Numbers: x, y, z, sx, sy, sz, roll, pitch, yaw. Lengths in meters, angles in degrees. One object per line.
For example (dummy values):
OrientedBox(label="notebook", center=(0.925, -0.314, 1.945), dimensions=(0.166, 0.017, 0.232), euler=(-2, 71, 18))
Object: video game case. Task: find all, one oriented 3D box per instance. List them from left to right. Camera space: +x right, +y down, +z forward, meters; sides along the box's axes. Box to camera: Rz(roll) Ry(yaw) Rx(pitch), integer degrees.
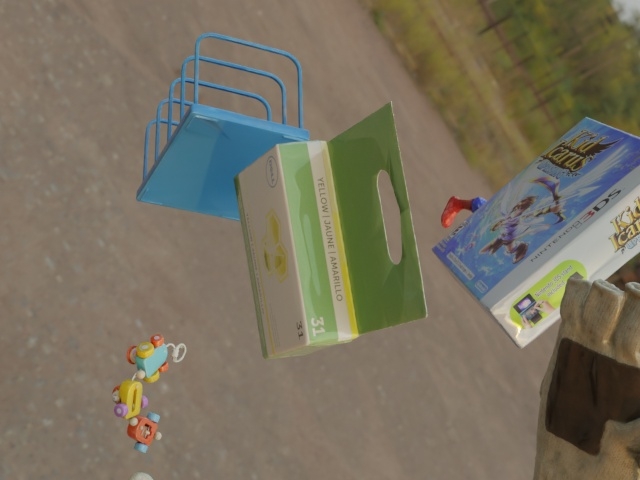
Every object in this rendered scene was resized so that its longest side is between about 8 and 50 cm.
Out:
OrientedBox(label="video game case", center=(0.256, -0.020, 1.323), dimensions=(0.061, 0.244, 0.269), euler=(50, 2, -15))

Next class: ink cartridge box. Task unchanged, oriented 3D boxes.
OrientedBox(label="ink cartridge box", center=(0.000, 0.000, 0.994), dimensions=(0.235, 0.056, 0.171), euler=(152, -70, -67))

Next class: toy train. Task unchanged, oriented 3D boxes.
OrientedBox(label="toy train", center=(-0.255, 0.214, 1.749), dimensions=(0.125, 0.046, 0.166), euler=(41, 65, -61))

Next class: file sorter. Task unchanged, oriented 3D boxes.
OrientedBox(label="file sorter", center=(-0.100, -0.111, 1.214), dimensions=(0.118, 0.170, 0.104), euler=(11, 59, -22))

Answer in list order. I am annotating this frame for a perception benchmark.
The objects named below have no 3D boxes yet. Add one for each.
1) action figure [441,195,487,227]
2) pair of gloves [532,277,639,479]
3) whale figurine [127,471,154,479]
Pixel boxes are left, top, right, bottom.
OrientedBox(label="action figure", center=(0.259, 0.012, 1.622), dimensions=(0.091, 0.139, 0.280), euler=(17, -7, -25))
OrientedBox(label="pair of gloves", center=(0.205, 0.134, 0.680), dimensions=(0.240, 0.042, 0.204), euler=(21, -70, 56))
OrientedBox(label="whale figurine", center=(-0.157, 0.409, 1.579), dimensions=(0.272, 0.216, 0.141), euler=(35, -2, -2))
